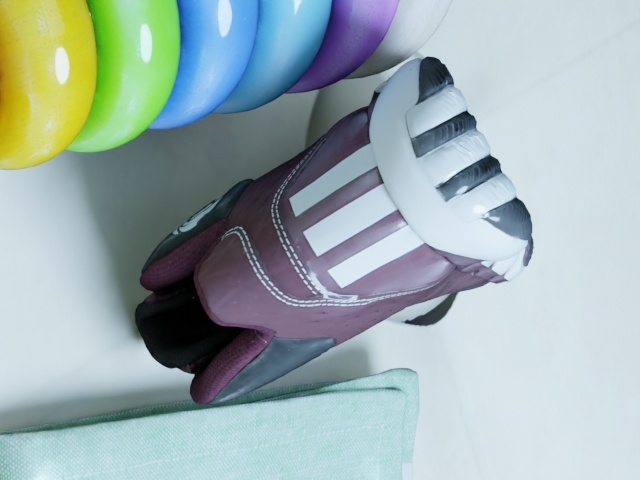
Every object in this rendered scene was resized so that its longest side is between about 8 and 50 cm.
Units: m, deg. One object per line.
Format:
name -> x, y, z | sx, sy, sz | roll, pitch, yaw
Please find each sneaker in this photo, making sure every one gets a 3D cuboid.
sneaker -> 0.000, 0.000, 0.674 | 0.106, 0.162, 0.281 | 61, 5, 7

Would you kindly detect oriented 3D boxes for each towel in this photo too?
towel -> -0.022, 0.227, 0.661 | 0.248, 0.038, 0.325 | -4, 89, -49

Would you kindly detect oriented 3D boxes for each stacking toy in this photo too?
stacking toy -> -0.099, -0.083, 0.543 | 0.330, 0.141, 0.141 | -27, 106, -41
